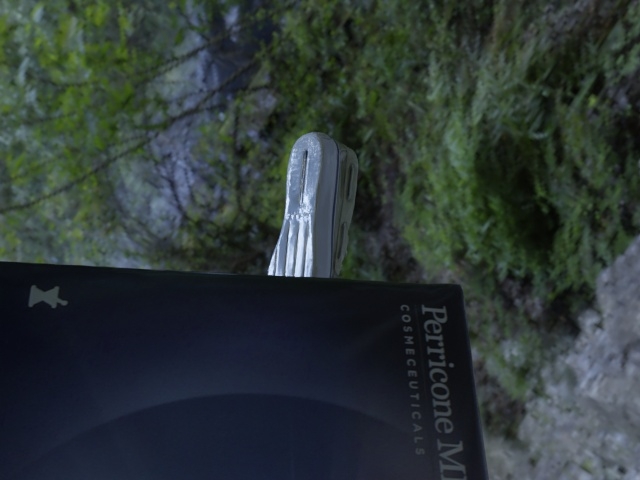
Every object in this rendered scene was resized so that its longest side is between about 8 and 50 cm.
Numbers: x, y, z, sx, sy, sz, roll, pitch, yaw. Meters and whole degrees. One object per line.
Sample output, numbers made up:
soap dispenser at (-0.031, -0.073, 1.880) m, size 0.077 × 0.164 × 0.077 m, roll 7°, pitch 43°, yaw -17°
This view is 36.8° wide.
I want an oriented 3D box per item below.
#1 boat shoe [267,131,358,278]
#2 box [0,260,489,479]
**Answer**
boat shoe at (0.000, 0.000, 1.367) m, size 0.094 × 0.302 × 0.109 m, roll 10°, pitch 179°, yaw -40°
box at (-0.077, 0.175, 0.445) m, size 0.294 × 0.296 × 0.183 m, roll 3°, pitch 148°, yaw -11°
